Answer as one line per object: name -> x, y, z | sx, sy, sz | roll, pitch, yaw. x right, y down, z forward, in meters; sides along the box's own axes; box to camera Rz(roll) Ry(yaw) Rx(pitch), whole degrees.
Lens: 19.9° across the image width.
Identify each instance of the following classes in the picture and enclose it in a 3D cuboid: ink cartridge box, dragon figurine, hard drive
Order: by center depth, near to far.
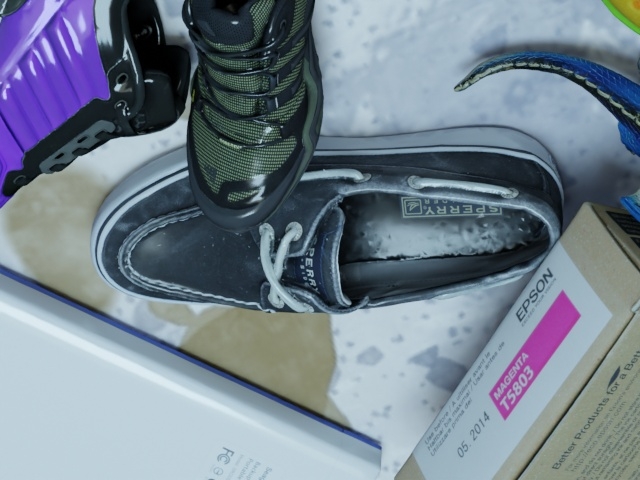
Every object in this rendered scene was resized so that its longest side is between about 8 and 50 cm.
dragon figurine -> 0.226, -0.048, 1.057 | 0.289, 0.144, 0.085 | 22, 116, -7
ink cartridge box -> 0.187, 0.103, 1.128 | 0.193, 0.088, 0.235 | 13, 121, -36
hard drive -> -0.147, 0.159, 1.250 | 0.318, 0.040, 0.210 | 26, 116, -9

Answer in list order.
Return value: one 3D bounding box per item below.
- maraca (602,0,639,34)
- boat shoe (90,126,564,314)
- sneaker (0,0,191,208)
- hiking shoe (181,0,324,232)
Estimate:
maraca -> 0.193, -0.187, 1.019 | 0.186, 0.099, 0.127 | 48, 111, 9
boat shoe -> 0.000, 0.000, 1.122 | 0.301, 0.102, 0.108 | -4, 117, 6
sneaker -> -0.157, -0.085, 1.090 | 0.146, 0.102, 0.293 | 22, 117, -8
hiking shoe -> -0.048, -0.112, 1.038 | 0.086, 0.114, 0.227 | 16, 103, 23
